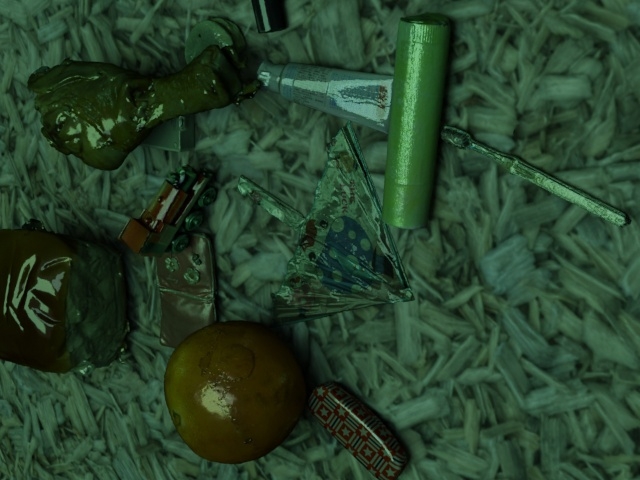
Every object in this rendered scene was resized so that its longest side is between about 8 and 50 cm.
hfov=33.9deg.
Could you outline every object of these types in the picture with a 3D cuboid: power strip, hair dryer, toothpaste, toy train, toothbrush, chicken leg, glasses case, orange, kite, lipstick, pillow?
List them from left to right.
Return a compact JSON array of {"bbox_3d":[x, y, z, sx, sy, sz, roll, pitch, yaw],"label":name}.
[{"bbox_3d":[-0.367,-0.231,1.854,0.367,0.043,0.106,12,110,32],"label":"power strip"},{"bbox_3d":[-0.287,-0.226,1.681,0.429,0.153,0.201,-9,70,32],"label":"chicken leg"},{"bbox_3d":[-0.249,-0.050,1.754,0.074,0.118,0.176,36,98,25],"label":"toy train"},{"bbox_3d":[-0.236,0.092,1.853,0.126,0.043,0.232,8,108,31],"label":"pillow"},{"bbox_3d":[-0.140,0.244,1.715,0.240,0.240,0.240,11,109,33],"label":"orange"},{"bbox_3d":[-0.029,-0.409,1.563,0.195,0.050,0.173,-4,104,33],"label":"hair dryer"},{"bbox_3d":[0.000,0.000,1.675,0.368,0.014,0.406,34,120,23],"label":"kite"},{"bbox_3d":[0.015,-0.225,1.579,0.234,0.057,0.089,17,113,24],"label":"toothpaste"},{"bbox_3d":[0.063,0.304,1.694,0.194,0.049,0.073,43,123,19],"label":"glasses case"},{"bbox_3d":[0.133,-0.169,1.493,0.076,0.076,0.304,18,113,31],"label":"lipstick"},{"bbox_3d":[0.289,-0.090,1.436,0.294,0.028,0.026,28,119,21],"label":"toothbrush"}]

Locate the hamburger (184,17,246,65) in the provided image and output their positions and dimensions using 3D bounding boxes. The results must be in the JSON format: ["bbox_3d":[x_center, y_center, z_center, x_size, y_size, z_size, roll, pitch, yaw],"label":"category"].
[{"bbox_3d":[-0.181,-0.311,1.693,0.084,0.054,0.121,51,133,11],"label":"hamburger"}]

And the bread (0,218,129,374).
[{"bbox_3d":[-0.502,0.104,1.933,0.250,0.225,0.279,11,105,32],"label":"bread"}]
